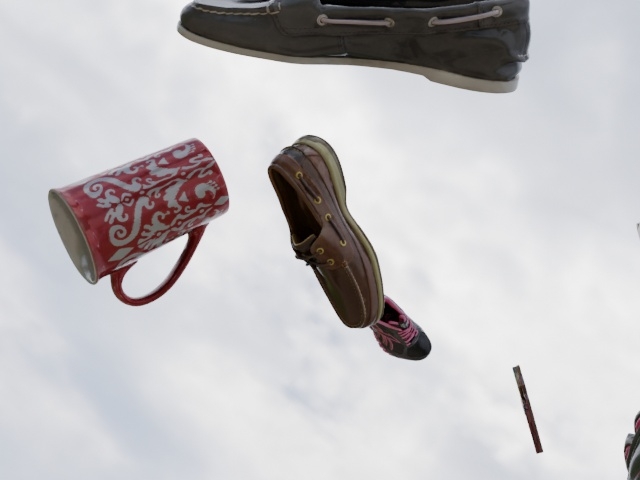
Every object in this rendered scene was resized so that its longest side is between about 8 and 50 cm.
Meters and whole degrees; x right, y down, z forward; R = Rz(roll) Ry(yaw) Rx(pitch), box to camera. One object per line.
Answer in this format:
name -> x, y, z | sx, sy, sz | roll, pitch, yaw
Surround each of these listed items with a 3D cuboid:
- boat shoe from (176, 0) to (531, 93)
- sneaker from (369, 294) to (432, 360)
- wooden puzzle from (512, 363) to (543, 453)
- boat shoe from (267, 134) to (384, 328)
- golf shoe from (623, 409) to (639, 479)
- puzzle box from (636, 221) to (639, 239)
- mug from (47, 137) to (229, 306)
boat shoe -> 0.035, -0.214, 1.548 | 0.335, 0.112, 0.095 | 8, -70, -6
sneaker -> 0.079, 0.089, 1.704 | 0.119, 0.047, 0.057 | 41, -14, -28
wooden puzzle -> 0.155, 0.126, 1.226 | 0.049, 0.006, 0.083 | -96, 169, -64
boat shoe -> 0.000, 0.000, 1.420 | 0.064, 0.060, 0.178 | -7, -72, 48
golf shoe -> 0.330, 0.291, 1.612 | 0.105, 0.120, 0.272 | 3, -56, 10
puzzle box -> 0.592, 0.134, 2.115 | 0.052, 0.272, 0.409 | 148, -73, -78
mug -> -0.191, -0.024, 1.771 | 0.113, 0.169, 0.150 | 45, -27, 41
